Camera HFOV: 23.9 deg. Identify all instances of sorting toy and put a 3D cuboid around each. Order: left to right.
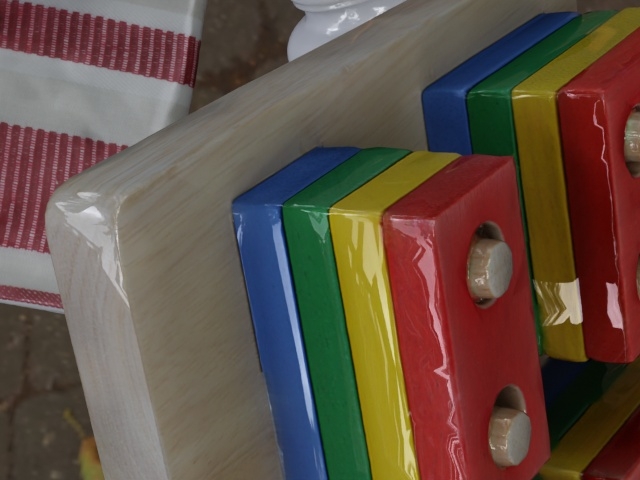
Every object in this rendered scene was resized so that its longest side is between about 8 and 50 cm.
[{"bbox_3d":[0.058,0.061,0.475,0.089,0.257,0.256,5,115,34],"label":"sorting toy"}]

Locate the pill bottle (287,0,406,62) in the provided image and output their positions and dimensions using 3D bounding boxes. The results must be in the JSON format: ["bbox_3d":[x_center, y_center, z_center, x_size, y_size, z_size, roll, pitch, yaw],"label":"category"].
[{"bbox_3d":[0.063,-0.121,1.215,0.152,0.272,0.152,-17,26,9],"label":"pill bottle"}]

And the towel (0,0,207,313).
[{"bbox_3d":[-0.202,-0.121,1.012,0.037,0.237,0.329,145,134,-77],"label":"towel"}]
